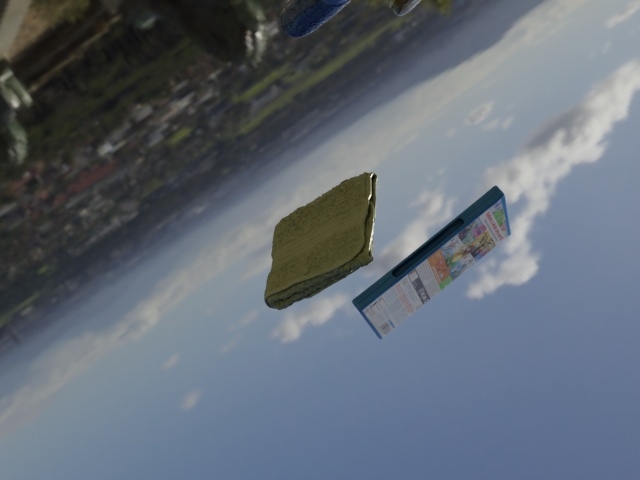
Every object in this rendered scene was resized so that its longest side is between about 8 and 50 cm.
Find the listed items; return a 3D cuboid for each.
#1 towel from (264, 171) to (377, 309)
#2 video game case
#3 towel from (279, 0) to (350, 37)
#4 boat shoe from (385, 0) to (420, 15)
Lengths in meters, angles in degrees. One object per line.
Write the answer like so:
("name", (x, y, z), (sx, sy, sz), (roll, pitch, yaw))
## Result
("towel", (0.000, 0.000, 1.061), (0.148, 0.027, 0.110), (-29, -137, 40))
("video game case", (0.107, 0.024, 1.019), (0.166, 0.015, 0.119), (-38, 158, -1))
("towel", (0.019, -0.172, 0.692), (0.067, 0.029, 0.119), (-53, -167, -27))
("boat shoe", (0.119, -0.312, 1.055), (0.223, 0.073, 0.080), (-51, -177, -23))
